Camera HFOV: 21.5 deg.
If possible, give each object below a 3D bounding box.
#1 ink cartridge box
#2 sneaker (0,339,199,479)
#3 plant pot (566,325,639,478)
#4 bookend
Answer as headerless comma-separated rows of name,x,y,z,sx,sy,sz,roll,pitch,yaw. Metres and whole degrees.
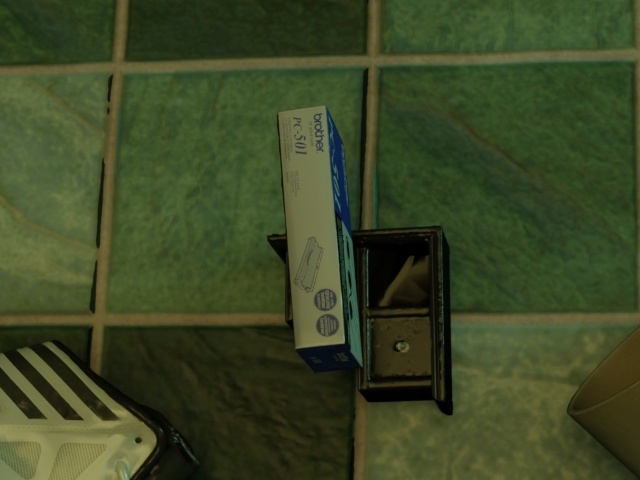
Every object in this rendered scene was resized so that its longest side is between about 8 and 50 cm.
ink cartridge box,0.000,0.000,1.423,0.046,0.097,0.207,-7,73,8
sneaker,-0.209,0.283,1.418,0.257,0.169,0.447,-24,69,5
plant pot,0.382,0.158,1.330,0.256,0.256,0.274,-40,88,-3
bookend,0.035,0.073,1.486,0.157,0.072,0.156,-2,74,10
